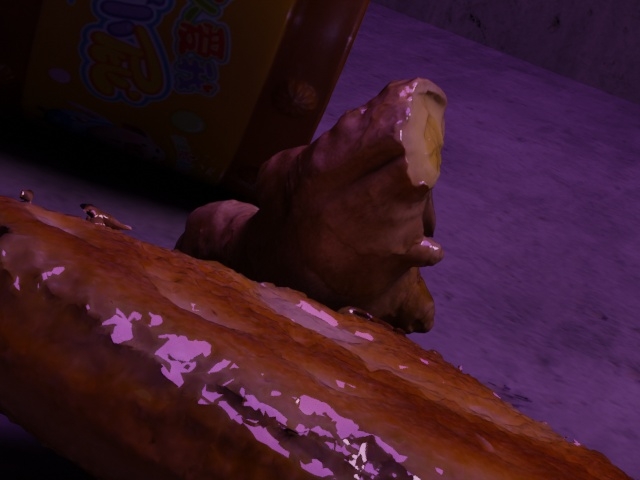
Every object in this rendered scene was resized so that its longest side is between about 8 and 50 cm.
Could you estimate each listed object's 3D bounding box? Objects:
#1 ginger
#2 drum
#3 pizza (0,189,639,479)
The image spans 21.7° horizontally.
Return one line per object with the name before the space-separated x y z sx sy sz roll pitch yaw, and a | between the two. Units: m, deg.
ginger | 0.004 0.013 0.749 0.081 0.115 0.205 -13 -12 -32
drum | -0.062 -0.243 1.063 0.214 0.431 0.431 19 14 -7
pizza | 0.004 0.076 0.604 0.336 0.086 0.226 24 7 2
